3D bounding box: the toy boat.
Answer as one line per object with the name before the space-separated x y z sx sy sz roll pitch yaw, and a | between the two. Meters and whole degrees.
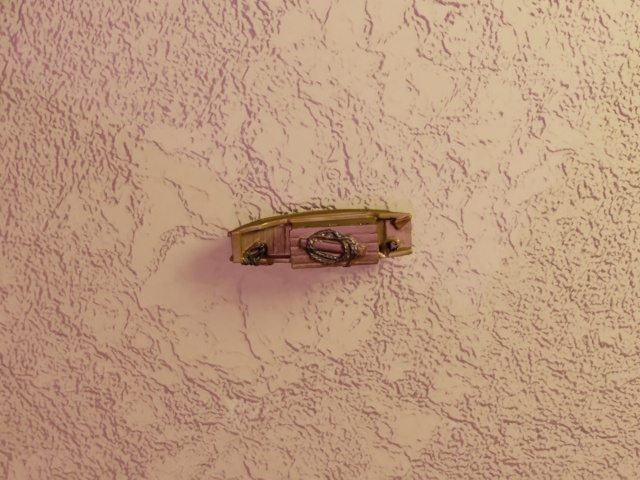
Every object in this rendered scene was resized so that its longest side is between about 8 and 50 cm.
toy boat | 0.000 0.000 1.516 0.201 0.077 0.057 -3 106 4
